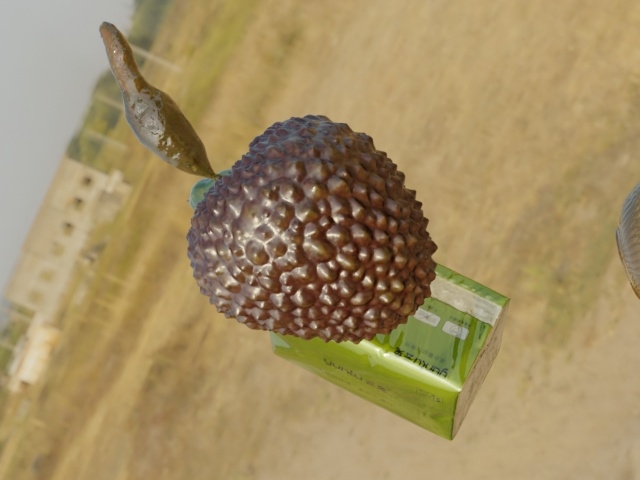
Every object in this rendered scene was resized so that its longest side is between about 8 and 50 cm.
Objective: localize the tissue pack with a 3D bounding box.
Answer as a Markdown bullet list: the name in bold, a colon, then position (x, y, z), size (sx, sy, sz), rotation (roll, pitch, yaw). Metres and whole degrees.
- **tissue pack**: position (0.084, 0.111, 1.852), size (0.167, 0.275, 0.200), rotation (-60, -14, -23)

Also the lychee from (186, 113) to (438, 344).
- **lychee**: position (0.000, 0.000, 1.553), size (0.271, 0.271, 0.271), rotation (-62, 11, 20)

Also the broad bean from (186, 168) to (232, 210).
- **broad bean**: position (-0.128, -0.077, 2.082), size (0.254, 0.065, 0.046), rotation (-11, 61, 50)

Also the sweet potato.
- **sweet potato**: position (-0.235, -0.180, 1.957), size (0.075, 0.269, 0.075), rotation (-35, 1, 1)

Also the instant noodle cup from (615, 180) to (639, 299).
- **instant noodle cup**: position (0.503, 0.021, 2.130), size (0.091, 0.274, 0.274), rotation (-20, 32, 23)
